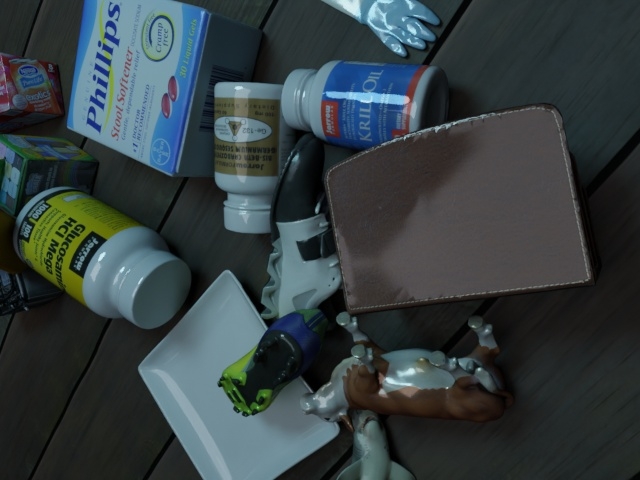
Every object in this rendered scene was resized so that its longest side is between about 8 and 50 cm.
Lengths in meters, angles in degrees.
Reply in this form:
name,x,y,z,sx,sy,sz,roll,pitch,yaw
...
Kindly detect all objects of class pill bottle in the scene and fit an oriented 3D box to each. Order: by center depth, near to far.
name,x,y,z,sx,sy,sz,roll,pitch,yaw
pill bottle,0.059,-0.191,0.746,0.221,0.124,0.124,13,103,28
pill bottle,-0.105,-0.133,0.842,0.131,0.131,0.230,10,106,29
pill bottle,-0.420,0.034,1.016,0.333,0.188,0.188,25,108,25

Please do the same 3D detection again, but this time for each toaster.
name,x,y,z,sx,sy,sz,roll,pitch,yaw
toaster,-0.718,0.090,1.242,0.168,0.110,0.186,-22,84,31

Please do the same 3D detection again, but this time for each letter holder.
name,x,y,z,sx,sy,sz,roll,pitch,yaw
letter holder,0.178,-0.036,0.683,0.301,0.152,0.215,-12,88,31

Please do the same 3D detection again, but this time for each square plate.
name,x,y,z,sx,sy,sz,roll,pitch,yaw
square plate,-0.165,0.286,0.980,0.347,0.049,0.344,-45,73,26

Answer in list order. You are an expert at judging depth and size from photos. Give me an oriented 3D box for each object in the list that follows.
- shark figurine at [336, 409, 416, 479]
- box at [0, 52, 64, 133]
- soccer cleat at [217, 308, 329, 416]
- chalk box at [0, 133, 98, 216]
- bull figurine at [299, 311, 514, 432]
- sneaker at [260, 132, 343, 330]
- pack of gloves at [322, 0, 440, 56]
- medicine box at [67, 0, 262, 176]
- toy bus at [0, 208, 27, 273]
name,x,y,z,sx,sy,sz,roll,pitch,yaw
shark figurine,0.036,0.410,0.833,0.166,0.278,0.116,42,160,-11
box,-0.720,-0.324,1.180,0.256,0.128,0.123,-5,94,31
soccer cleat,-0.075,0.198,0.838,0.093,0.121,0.289,49,137,7
chalk box,-0.606,-0.137,1.087,0.132,0.213,0.133,31,110,24
bull figurine,0.111,0.194,0.744,0.310,0.101,0.189,-5,132,15
sneaker,0.000,0.000,0.804,0.146,0.122,0.331,17,124,14
pack of gloves,0.103,-0.393,0.741,0.232,0.046,0.195,43,114,19
medicine box,-0.281,-0.279,0.919,0.289,0.149,0.264,24,107,25
toy bus,-0.669,-0.028,1.009,0.130,0.333,0.108,34,74,-1
